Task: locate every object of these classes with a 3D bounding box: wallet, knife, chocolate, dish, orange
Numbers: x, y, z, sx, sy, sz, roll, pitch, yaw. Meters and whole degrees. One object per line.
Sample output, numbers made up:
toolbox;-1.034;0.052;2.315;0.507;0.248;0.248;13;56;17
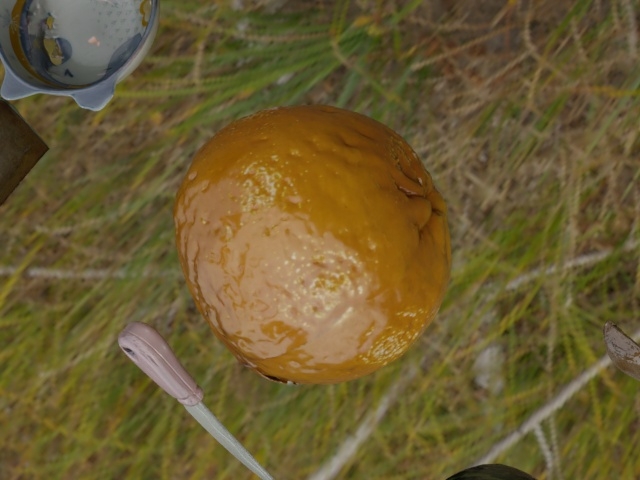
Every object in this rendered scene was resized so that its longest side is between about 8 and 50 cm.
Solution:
wallet;-0.490;-0.077;1.904;0.031;0.255;0.137;17;154;46
knife;-0.164;0.233;1.868;0.081;0.043;0.336;8;140;52
chocolate;0.292;0.111;1.281;0.064;0.031;0.101;40;-175;33
dish;-0.280;-0.252;1.601;0.228;0.236;0.086;4;167;16
orange;0.000;0.000;1.626;0.293;0.340;0.340;-25;110;19

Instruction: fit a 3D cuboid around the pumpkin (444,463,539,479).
pumpkin;0.135;0.260;1.093;0.125;0.167;0.167;11;133;13
